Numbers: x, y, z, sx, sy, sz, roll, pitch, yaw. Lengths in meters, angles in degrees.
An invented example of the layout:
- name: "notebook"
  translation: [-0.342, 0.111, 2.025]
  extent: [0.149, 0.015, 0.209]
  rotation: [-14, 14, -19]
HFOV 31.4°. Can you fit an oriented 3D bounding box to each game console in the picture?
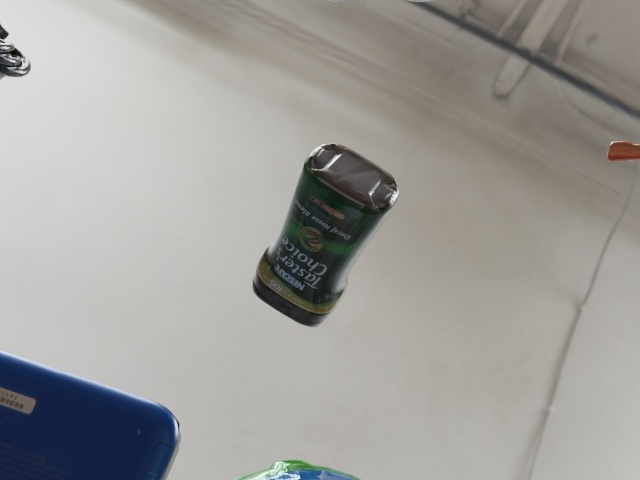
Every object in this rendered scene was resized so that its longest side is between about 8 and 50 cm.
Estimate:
- name: "game console"
  translation: [-0.262, 0.227, 0.890]
  extent: [0.293, 0.173, 0.250]
  rotation: [16, -110, 15]

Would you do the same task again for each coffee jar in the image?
- name: "coffee jar"
  translation: [0.000, 0.000, 1.132]
  extent: [0.096, 0.184, 0.079]
  rotation: [31, -141, 6]

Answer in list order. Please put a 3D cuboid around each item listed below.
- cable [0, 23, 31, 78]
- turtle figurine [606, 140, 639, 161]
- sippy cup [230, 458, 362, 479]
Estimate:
- name: "cable"
  translation: [-0.285, -0.178, 0.801]
  extent: [0.047, 0.150, 0.184]
  rotation: [-43, -66, -1]
- name: "turtle figurine"
  translation: [0.313, -0.017, 0.678]
  extent: [0.269, 0.217, 0.087]
  rotation: [-8, -145, 12]
- name: "sippy cup"
  translation: [0.033, 0.264, 0.741]
  extent: [0.305, 0.224, 0.240]
  rotation: [-5, -96, -33]
